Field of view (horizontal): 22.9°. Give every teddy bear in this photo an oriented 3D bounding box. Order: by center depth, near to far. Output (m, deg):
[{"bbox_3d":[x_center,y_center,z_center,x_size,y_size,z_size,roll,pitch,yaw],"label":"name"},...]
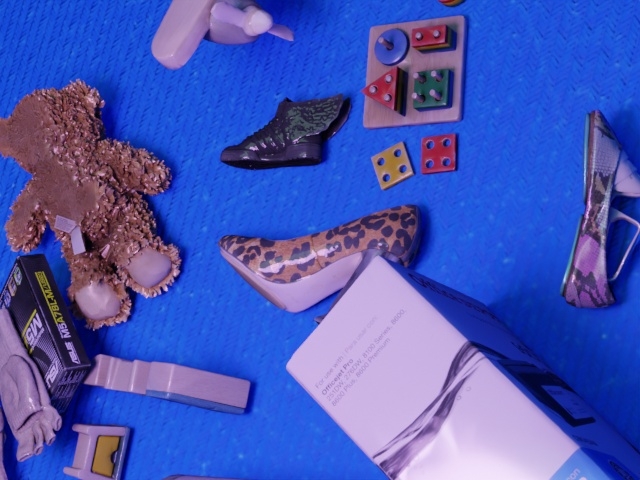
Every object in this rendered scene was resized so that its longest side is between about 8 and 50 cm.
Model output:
[{"bbox_3d":[-0.307,-0.047,2.121,0.338,0.113,0.245,44,109,24],"label":"teddy bear"}]

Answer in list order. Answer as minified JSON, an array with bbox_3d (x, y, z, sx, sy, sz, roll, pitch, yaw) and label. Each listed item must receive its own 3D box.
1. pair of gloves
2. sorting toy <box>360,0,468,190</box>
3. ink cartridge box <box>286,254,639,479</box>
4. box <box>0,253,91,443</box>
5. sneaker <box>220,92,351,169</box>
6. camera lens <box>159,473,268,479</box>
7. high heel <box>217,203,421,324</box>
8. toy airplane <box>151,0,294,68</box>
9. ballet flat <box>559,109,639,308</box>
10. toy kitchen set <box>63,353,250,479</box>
[{"bbox_3d":[-0.417,0.237,2.087,0.204,0.042,0.240,59,134,35],"label":"pair of gloves"},{"bbox_3d":[0.108,-0.201,1.934,0.132,0.046,0.275,-2,77,31],"label":"sorting toy"},{"bbox_3d":[0.191,0.218,1.634,0.166,0.285,0.395,-51,59,9],"label":"ink cartridge box"},{"bbox_3d":[-0.379,0.145,2.089,0.191,0.045,0.184,-56,50,43],"label":"box"},{"bbox_3d":[-0.046,-0.140,2.010,0.170,0.051,0.089,-1,77,26],"label":"sneaker"},{"bbox_3d":[-0.083,0.381,1.795,0.274,0.219,0.219,-1,77,30],"label":"camera lens"},{"bbox_3d":[0.000,0.000,1.942,0.261,0.093,0.186,29,75,41],"label":"high heel"},{"bbox_3d":[-0.067,-0.415,1.997,0.386,0.272,0.384,-47,21,22],"label":"toy airplane"},{"bbox_3d":[0.319,-0.032,1.757,0.079,0.077,0.222,7,86,14],"label":"ballet flat"},{"bbox_3d":[-0.209,0.239,1.991,0.207,0.122,0.166,1,77,52],"label":"toy kitchen set"}]
